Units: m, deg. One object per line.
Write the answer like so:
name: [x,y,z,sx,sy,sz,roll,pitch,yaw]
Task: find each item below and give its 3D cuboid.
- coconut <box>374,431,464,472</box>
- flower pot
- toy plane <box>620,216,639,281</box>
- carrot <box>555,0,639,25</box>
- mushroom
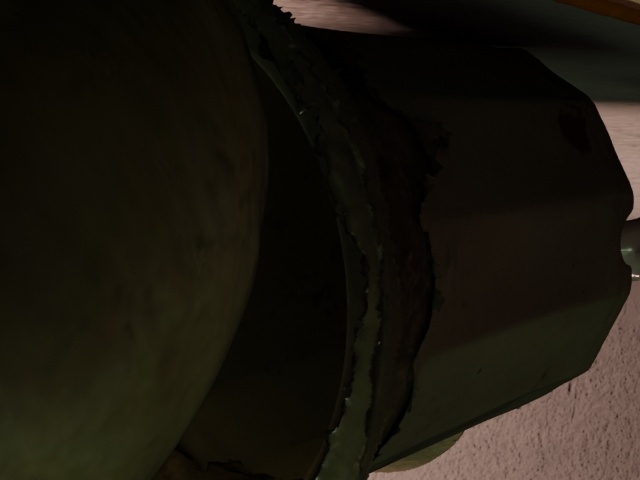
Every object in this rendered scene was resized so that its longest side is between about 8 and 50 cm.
coconut: [0.013,0.034,1.205,0.237,0.237,0.266,7,-137,38]
flower pot: [0.000,0.000,0.873,0.290,0.290,0.259,7,-168,44]
toy plane: [0.259,-0.020,1.049,0.244,0.117,0.245,-9,-177,0]
carrot: [0.113,-0.074,0.500,0.271,0.066,0.062,10,135,-10]
mushroom: [-0.178,-0.004,0.578,0.352,0.260,0.352,-19,-150,11]
